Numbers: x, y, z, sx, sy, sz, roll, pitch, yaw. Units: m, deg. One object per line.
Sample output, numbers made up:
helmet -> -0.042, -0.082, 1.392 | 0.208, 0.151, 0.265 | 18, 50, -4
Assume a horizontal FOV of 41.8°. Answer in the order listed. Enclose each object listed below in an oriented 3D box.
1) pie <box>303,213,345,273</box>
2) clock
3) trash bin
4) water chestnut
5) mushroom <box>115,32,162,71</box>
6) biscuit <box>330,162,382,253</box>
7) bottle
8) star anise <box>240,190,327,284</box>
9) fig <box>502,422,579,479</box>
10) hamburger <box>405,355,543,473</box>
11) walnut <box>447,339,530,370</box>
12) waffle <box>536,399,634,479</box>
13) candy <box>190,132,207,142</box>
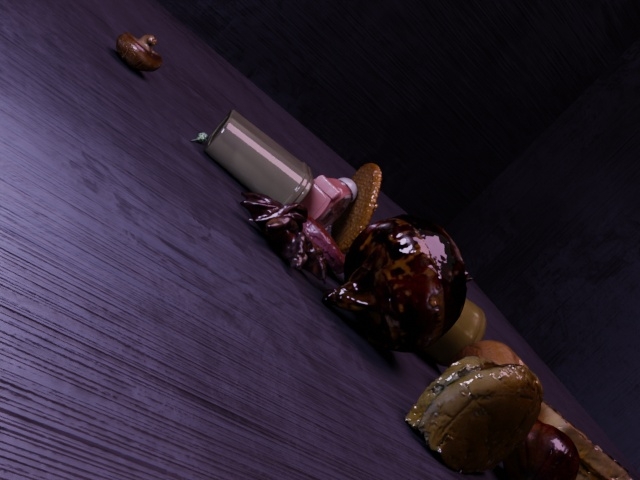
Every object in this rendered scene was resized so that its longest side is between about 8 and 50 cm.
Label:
pie -> 0.000, 0.000, 1.914 | 0.182, 0.050, 0.182 | 51, 1, -1
clock -> 0.007, -0.094, 2.090 | 0.093, 0.166, 0.162 | 45, 16, 18
trash bin -> -0.147, -0.186, 1.989 | 0.247, 0.121, 0.243 | 38, 11, -14
water chestnut -> 0.143, 0.097, 1.687 | 0.300, 0.300, 0.300 | 43, 10, -10
mushroom -> -0.433, -0.449, 2.005 | 0.109, 0.084, 0.126 | 8, -11, 36
biscuit -> 0.092, -0.081, 2.143 | 0.035, 0.254, 0.254 | 20, 17, -16
bottle -> 0.213, 0.135, 1.960 | 0.351, 0.171, 0.171 | 39, 12, -23
star anise -> -0.057, -0.027, 1.736 | 0.272, 0.102, 0.272 | 45, 7, -7
fig -> 0.431, 0.436, 1.636 | 0.148, 0.149, 0.202 | 28, 1, 3
hamburger -> 0.300, 0.302, 1.520 | 0.132, 0.211, 0.309 | 46, 11, 37
walnut -> 0.369, 0.318, 1.799 | 0.193, 0.193, 0.225 | 40, 10, -23
waffle -> 0.518, 0.436, 1.930 | 0.261, 0.114, 0.376 | 42, 1, -17
candy -> -0.279, -0.233, 1.919 | 0.025, 0.023, 0.083 | 3, 12, 11
